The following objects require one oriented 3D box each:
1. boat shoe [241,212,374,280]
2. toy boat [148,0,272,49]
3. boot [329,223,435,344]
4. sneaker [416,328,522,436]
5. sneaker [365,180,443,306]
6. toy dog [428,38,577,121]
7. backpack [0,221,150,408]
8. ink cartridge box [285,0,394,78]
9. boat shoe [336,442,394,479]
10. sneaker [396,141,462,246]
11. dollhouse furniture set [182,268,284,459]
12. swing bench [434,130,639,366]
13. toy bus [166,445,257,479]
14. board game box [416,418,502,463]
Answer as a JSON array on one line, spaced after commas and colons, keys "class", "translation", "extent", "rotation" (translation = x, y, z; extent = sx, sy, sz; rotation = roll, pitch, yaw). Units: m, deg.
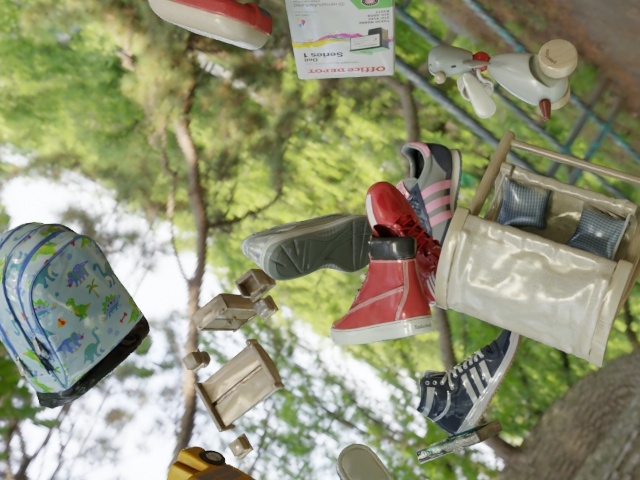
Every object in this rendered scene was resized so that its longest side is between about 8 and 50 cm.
[{"class": "boat shoe", "translation": [-0.001, 0.003, 1.887], "extent": [0.320, 0.118, 0.103], "rotation": [-13, -150, -39]}, {"class": "toy boat", "translation": [-0.185, -0.434, 1.704], "extent": [0.231, 0.151, 0.151], "rotation": [21, -174, 20]}, {"class": "boot", "translation": [0.083, 0.071, 1.521], "extent": [0.088, 0.176, 0.244], "rotation": [-6, 171, -30]}, {"class": "sneaker", "translation": [0.310, 0.278, 2.087], "extent": [0.153, 0.282, 0.099], "rotation": [29, -173, 8]}, {"class": "sneaker", "translation": [0.161, -0.005, 1.543], "extent": [0.221, 0.087, 0.128], "rotation": [59, 154, -3]}, {"class": "toy dog", "translation": [0.401, -0.338, 2.139], "extent": [0.333, 0.161, 0.220], "rotation": [-2, 148, 34]}, {"class": "backpack", "translation": [-0.523, 0.124, 1.960], "extent": [0.273, 0.290, 0.356], "rotation": [-7, 120, 53]}, {"class": "ink cartridge box", "translation": [0.042, -0.437, 1.875], "extent": [0.201, 0.117, 0.278], "rotation": [-2, 153, 4]}, {"class": "boat shoe", "translation": [0.131, 0.542, 1.877], "extent": [0.319, 0.116, 0.099], "rotation": [57, 161, 21]}, {"class": "sneaker", "translation": [0.212, -0.061, 2.016], "extent": [0.131, 0.319, 0.112], "rotation": [15, 150, -16]}, {"class": "dollhouse furniture set", "translation": [-0.143, 0.295, 2.383], "extent": [0.356, 0.303, 0.173], "rotation": [58, -158, 20]}, {"class": "swing bench", "translation": [0.330, 0.008, 1.406], "extent": [0.253, 0.255, 0.165], "rotation": [20, 141, 22]}, {"class": "toy bus", "translation": [-0.133, 0.478, 1.665], "extent": [0.332, 0.108, 0.130], "rotation": [24, -164, 26]}, {"class": "board game box", "translation": [0.265, 0.379, 1.850], "extent": [0.186, 0.126, 0.026], "rotation": [10, -122, -68]}]
